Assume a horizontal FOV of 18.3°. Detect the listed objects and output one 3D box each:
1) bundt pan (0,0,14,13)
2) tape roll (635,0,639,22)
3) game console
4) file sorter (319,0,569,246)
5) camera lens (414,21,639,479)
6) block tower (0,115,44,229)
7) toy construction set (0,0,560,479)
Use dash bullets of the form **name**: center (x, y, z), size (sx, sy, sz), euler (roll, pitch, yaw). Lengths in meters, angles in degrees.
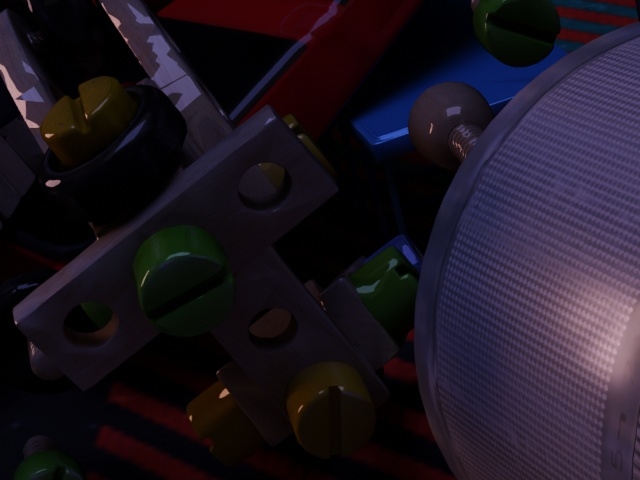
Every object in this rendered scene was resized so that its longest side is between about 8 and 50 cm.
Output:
- **bundt pan**: center (-0.297, -0.152, 1.431), size (0.330, 0.124, 0.331), euler (-12, 26, 6)
- **tape roll**: center (0.300, -0.156, 1.197), size (0.219, 0.072, 0.219), euler (-11, 27, 5)
- **game console**: center (-0.085, -0.115, 1.148), size (0.342, 0.060, 0.386), euler (-49, 30, -14)
- **file sorter**: center (0.067, -0.053, 1.071), size (0.118, 0.104, 0.170), euler (-20, 26, -9)
- **camera lens**: center (0.173, 0.046, 0.663), size (0.219, 0.219, 0.274), euler (-22, 21, -16)
- **block tower**: center (-0.250, 0.027, 0.981), size (0.097, 0.091, 0.335), euler (-14, 35, 41)
- **toy construction set**: center (0.000, 0.000, 0.819), size (0.308, 0.257, 0.237), euler (-15, 20, -7)
